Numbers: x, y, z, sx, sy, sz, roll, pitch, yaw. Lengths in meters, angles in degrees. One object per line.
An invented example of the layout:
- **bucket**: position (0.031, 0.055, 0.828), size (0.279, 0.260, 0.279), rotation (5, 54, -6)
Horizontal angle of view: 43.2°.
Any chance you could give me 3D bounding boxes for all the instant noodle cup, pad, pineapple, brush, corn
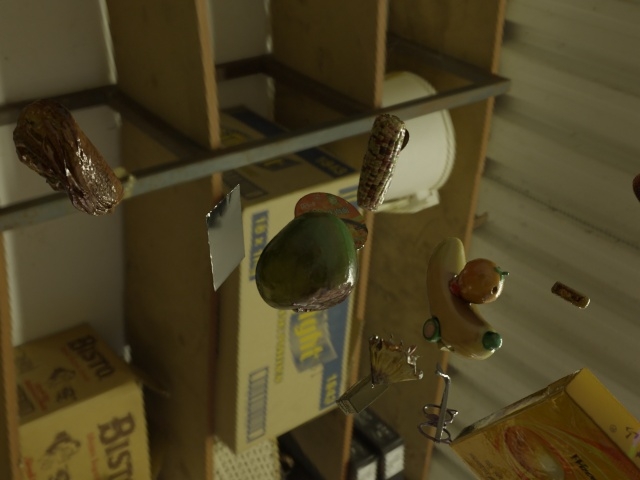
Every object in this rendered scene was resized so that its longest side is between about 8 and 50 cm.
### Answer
- **instant noodle cup**: position (0.000, 0.000, 2.383), size (0.230, 0.230, 0.182), rotation (54, -43, 22)
- **pad**: position (-0.191, -0.005, 1.642), size (0.004, 0.127, 0.190), rotation (15, -50, 21)
- **pineapple**: position (0.145, 0.262, 1.693), size (0.137, 0.116, 0.069), rotation (35, -4, 10)
- **brush**: position (0.146, 0.323, 1.912), size (0.047, 0.233, 0.103), rotation (53, -21, 1)
- **corn**: position (0.144, -0.187, 1.987), size (0.086, 0.086, 0.253), rotation (34, -63, 41)

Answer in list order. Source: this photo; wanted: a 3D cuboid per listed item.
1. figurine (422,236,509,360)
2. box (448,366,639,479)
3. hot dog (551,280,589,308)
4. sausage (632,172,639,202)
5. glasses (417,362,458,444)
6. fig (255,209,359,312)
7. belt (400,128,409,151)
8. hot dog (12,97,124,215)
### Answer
- **figurine**: position (0.344, 0.129, 1.916), size (0.222, 0.124, 0.324), rotation (-41, -136, 46)
- **box**: position (0.236, 0.225, 0.797), size (0.152, 0.043, 0.269), rotation (46, -26, 9)
- **hot dog**: position (0.520, 0.112, 1.695), size (0.090, 0.034, 0.030), rotation (33, -85, 48)
- **sausage**: position (0.631, -0.092, 1.535), size (0.094, 0.054, 0.059), rotation (51, -29, -19)
- **glasses**: position (0.203, 0.256, 1.318), size (0.063, 0.140, 0.103), rotation (16, -75, 9)
- **fig**: position (-0.019, 0.040, 1.440), size (0.181, 0.181, 0.191), rotation (10, -97, 53)
- **belt**: position (0.195, -0.258, 2.097), size (0.059, 0.083, 0.036), rotation (50, 8, -10)
- **hot dog**: position (-0.481, -0.145, 1.555), size (0.196, 0.122, 0.272), rotation (38, -17, 23)
